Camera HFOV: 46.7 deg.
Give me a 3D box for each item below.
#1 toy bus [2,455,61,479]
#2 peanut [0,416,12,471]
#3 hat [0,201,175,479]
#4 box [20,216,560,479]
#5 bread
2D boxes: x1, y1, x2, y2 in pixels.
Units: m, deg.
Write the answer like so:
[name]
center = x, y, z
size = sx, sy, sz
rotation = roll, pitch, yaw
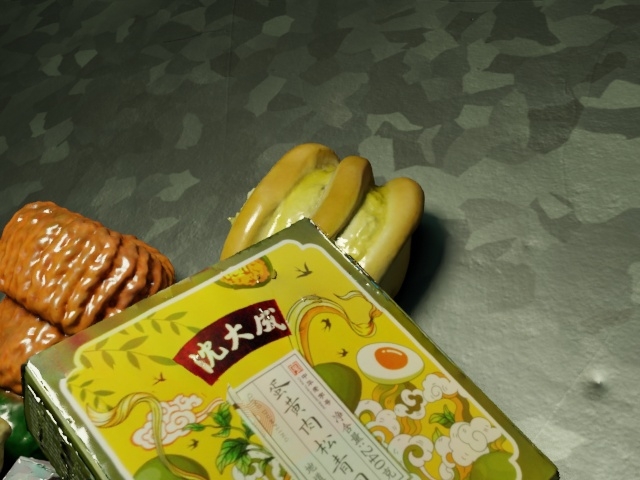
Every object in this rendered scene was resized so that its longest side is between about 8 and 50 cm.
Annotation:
[toy bus]
center = -0.415, 0.431, 0.946
size = 0.112, 0.138, 0.317
rotation = 11, 58, 30
[peanut]
center = -0.465, 0.317, 0.974
size = 0.099, 0.099, 0.214
rotation = 45, 114, 42
[hat]
center = -0.400, 0.159, 1.151
size = 0.285, 0.285, 0.400
rotation = 20, 89, 34
[box]
center = -0.031, 0.213, 0.755
size = 0.373, 0.138, 0.420
rotation = -29, 64, -33
[bread]
center = 0.000, 0.000, 1.085
size = 0.270, 0.211, 0.316
rotation = 21, 66, 34
